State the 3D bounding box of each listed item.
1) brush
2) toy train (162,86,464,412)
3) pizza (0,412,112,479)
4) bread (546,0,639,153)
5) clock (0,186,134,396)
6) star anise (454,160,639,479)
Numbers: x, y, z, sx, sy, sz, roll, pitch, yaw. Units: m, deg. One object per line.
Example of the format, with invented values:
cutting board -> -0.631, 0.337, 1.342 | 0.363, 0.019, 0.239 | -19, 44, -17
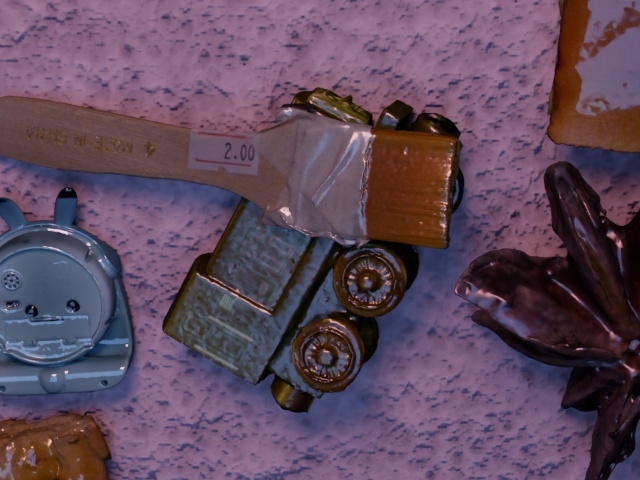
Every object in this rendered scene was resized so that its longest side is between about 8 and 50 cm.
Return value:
brush -> -0.075, -0.053, 1.142 | 0.337, 0.020, 0.085 | 8, 95, 19
toy train -> 0.000, 0.000, 1.175 | 0.137, 0.090, 0.225 | 29, 102, 5
pizza -> -0.274, 0.251, 1.272 | 0.223, 0.089, 0.323 | 19, 107, -7
bread -> 0.229, -0.233, 1.093 | 0.138, 0.077, 0.361 | 6, 108, 2
clock -> -0.188, 0.033, 1.216 | 0.108, 0.045, 0.147 | -4, 107, 3
star anise -> 0.202, 0.048, 1.150 | 0.212, 0.129, 0.283 | -29, 128, 18
